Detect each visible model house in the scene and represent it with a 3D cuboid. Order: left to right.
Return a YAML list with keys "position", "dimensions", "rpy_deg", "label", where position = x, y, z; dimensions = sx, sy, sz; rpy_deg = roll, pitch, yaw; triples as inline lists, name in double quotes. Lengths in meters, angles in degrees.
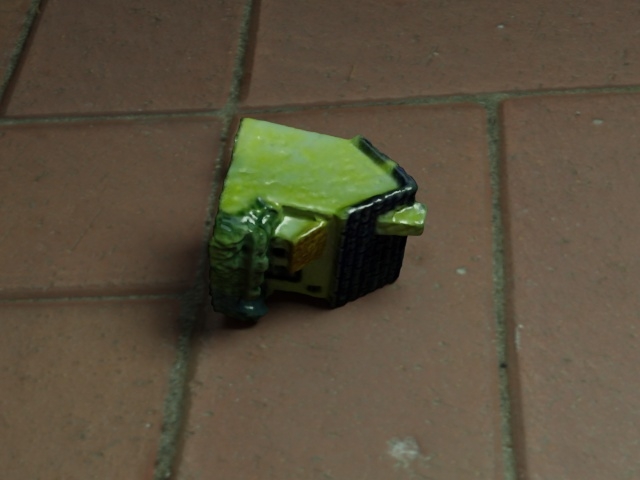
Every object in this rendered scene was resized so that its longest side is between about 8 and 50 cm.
- position: [0.000, 0.000, 1.720]
  dimensions: [0.211, 0.194, 0.170]
  rpy_deg: [9, 54, 3]
  label: "model house"
